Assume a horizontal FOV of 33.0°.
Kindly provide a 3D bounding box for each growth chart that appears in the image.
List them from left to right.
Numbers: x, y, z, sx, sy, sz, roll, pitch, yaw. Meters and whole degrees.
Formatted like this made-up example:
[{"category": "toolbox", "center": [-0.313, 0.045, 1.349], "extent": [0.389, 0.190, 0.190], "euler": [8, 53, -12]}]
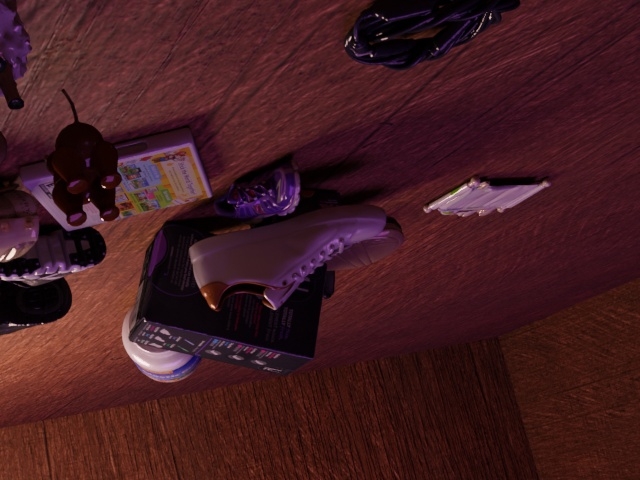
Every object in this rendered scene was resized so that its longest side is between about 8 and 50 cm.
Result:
[{"category": "growth chart", "center": [0.299, -0.076, 1.947], "extent": [0.237, 0.021, 0.172], "euler": [-3, 163, -40]}]

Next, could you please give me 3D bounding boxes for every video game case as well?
[{"category": "video game case", "center": [-0.250, -0.073, 1.374], "extent": [0.206, 0.026, 0.227], "euler": [-14, 166, -3]}]

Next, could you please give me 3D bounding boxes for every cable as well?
[{"category": "cable", "center": [0.117, -0.218, 1.122], "extent": [0.184, 0.047, 0.150], "euler": [-15, 167, -1]}]

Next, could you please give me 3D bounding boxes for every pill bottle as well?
[{"category": "pill bottle", "center": [-0.304, 0.186, 2.103], "extent": [0.152, 0.152, 0.272], "euler": [-13, 167, -6]}]

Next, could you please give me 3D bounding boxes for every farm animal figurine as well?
[{"category": "farm animal figurine", "center": [-0.365, -0.069, 0.968], "extent": [0.330, 0.172, 0.327], "euler": [-28, 148, 0]}]

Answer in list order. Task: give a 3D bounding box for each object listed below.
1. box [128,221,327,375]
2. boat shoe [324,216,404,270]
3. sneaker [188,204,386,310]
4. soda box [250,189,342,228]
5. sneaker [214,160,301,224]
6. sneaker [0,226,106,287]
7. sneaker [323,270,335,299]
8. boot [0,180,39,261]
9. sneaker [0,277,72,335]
[{"category": "box", "center": [-0.145, 0.096, 1.695], "extent": [0.270, 0.165, 0.143], "euler": [15, 158, -15]}, {"category": "boat shoe", "center": [0.000, 0.000, 1.795], "extent": [0.285, 0.092, 0.103], "euler": [-17, 144, 22]}, {"category": "sneaker", "center": [-0.036, 0.033, 1.563], "extent": [0.290, 0.123, 0.106], "euler": [-15, 165, -3]}, {"category": "soda box", "center": [-0.036, -0.043, 1.647], "extent": [0.053, 0.060, 0.168], "euler": [-24, 165, 38]}, {"category": "sneaker", "center": [-0.088, -0.061, 1.510], "extent": [0.071, 0.068, 0.170], "euler": [5, 158, -39]}, {"category": "sneaker", "center": [-0.417, 0.027, 1.494], "extent": [0.106, 0.078, 0.234], "euler": [-29, 163, 39]}, {"category": "sneaker", "center": [-0.097, 0.085, 1.950], "extent": [0.276, 0.135, 0.097], "euler": [-15, 169, 7]}, {"category": "boot", "center": [-0.419, -0.032, 1.225], "extent": [0.203, 0.095, 0.262], "euler": [-17, 155, -32]}, {"category": "sneaker", "center": [-0.539, 0.118, 1.691], "extent": [0.286, 0.109, 0.130], "euler": [-4, 167, -34]}]
